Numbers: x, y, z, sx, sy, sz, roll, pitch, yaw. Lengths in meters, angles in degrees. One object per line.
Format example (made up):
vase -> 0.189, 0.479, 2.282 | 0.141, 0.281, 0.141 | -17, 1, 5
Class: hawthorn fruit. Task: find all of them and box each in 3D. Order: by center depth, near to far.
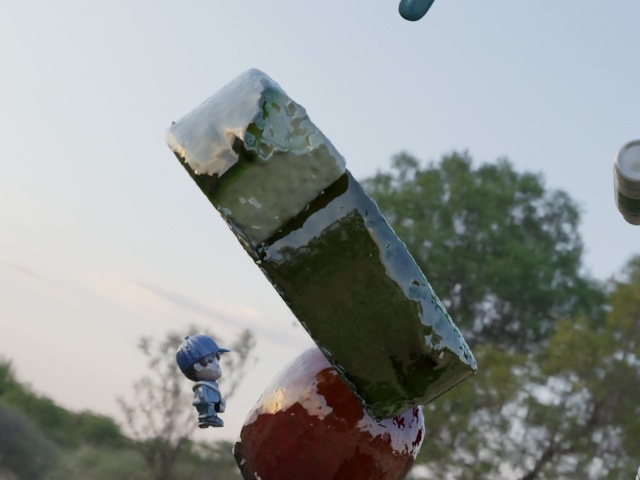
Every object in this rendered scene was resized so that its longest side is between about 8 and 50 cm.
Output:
hawthorn fruit -> 0.017, 0.216, 1.427 | 0.215, 0.250, 0.215 | 27, 18, -10

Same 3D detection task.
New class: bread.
bread -> 0.000, 0.000, 1.209 | 0.366, 0.129, 0.382 | 53, -1, 36

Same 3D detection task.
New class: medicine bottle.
medicine bottle -> 0.611, -0.104, 2.365 | 0.095, 0.095, 0.260 | 16, -14, 20

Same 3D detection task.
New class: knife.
knife -> 0.181, -0.440, 1.890 | 0.064, 0.222, 0.031 | 25, 16, -3

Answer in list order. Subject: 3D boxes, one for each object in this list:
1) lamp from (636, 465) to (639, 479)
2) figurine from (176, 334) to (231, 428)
lamp -> 0.660, 0.428, 2.044 | 0.265, 0.233, 0.233 | 43, 5, 41
figurine -> -0.185, 0.226, 1.972 | 0.087, 0.149, 0.086 | -5, -12, 3
